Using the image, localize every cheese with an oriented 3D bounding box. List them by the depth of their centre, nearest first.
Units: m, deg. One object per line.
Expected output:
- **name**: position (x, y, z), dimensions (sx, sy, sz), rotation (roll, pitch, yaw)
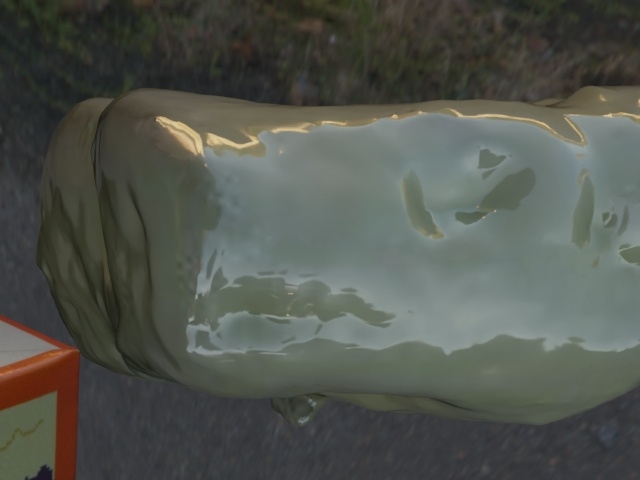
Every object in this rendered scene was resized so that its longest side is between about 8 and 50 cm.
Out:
- **cheese**: position (0.000, 0.002, 0.563), dimensions (0.159, 0.263, 0.093), rotation (2, 91, -14)

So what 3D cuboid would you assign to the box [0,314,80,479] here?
- **box**: position (-0.373, 0.165, 1.137), dimensions (0.348, 0.257, 0.318), rotation (19, 25, 36)
